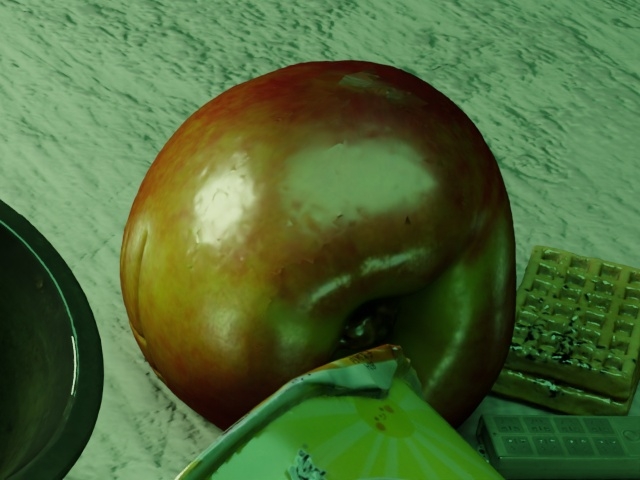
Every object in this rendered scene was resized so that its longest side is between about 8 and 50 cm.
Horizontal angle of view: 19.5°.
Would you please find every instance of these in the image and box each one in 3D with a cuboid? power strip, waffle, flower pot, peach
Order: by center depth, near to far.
[{"bbox_3d":[-0.245,0.084,0.942,0.235,0.148,0.235,17,45,-18],"label":"flower pot"},{"bbox_3d":[0.165,0.130,1.178,0.136,0.019,0.051,2,29,-11],"label":"power strip"},{"bbox_3d":[0.000,0.000,1.201,0.248,0.245,0.274,23,10,-32],"label":"peach"},{"bbox_3d":[0.174,0.062,1.271,0.102,0.042,0.148,16,32,12],"label":"waffle"}]

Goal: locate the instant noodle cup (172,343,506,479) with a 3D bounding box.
[{"bbox_3d":[0.028,0.210,0.809,0.200,0.264,0.264,38,40,25],"label":"instant noodle cup"}]
